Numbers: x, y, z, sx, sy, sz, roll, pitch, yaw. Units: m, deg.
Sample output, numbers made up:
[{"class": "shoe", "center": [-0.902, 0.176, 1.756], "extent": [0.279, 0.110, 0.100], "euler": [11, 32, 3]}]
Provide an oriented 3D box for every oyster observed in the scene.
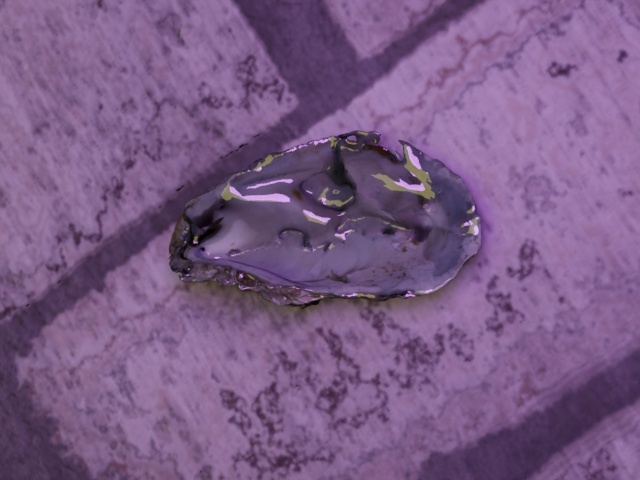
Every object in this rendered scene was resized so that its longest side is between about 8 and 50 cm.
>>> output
[{"class": "oyster", "center": [-0.001, -0.001, 1.491], "extent": [0.252, 0.087, 0.199], "euler": [-37, 68, 12]}]
